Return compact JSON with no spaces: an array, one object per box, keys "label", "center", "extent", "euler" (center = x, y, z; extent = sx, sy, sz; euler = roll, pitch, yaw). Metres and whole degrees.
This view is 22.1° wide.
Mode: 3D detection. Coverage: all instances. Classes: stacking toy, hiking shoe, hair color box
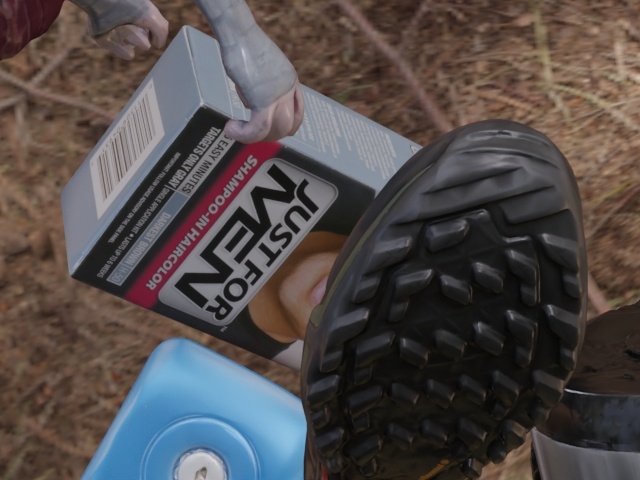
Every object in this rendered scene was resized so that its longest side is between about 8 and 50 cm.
[{"label":"stacking toy","center":[-0.084,0.189,1.394],"extent":[0.165,0.302,0.175],"euler":[29,88,4]},{"label":"hiking shoe","center":[0.029,0.032,0.564],"extent":[0.086,0.114,0.227],"euler":[7,134,-9]},{"label":"hair color box","center":[0.000,0.000,1.324],"extent":[0.185,0.374,0.114],"euler":[-49,34,25]}]

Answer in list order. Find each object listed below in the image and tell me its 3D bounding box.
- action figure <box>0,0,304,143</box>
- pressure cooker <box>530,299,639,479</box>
[{"label":"action figure","center":[-0.157,-0.114,0.639],"extent":[0.275,0.370,0.248],"euler":[40,162,-23]},{"label":"pressure cooker","center":[0.373,0.260,1.314],"extent":[0.369,0.375,0.420],"euler":[-14,99,3]}]
